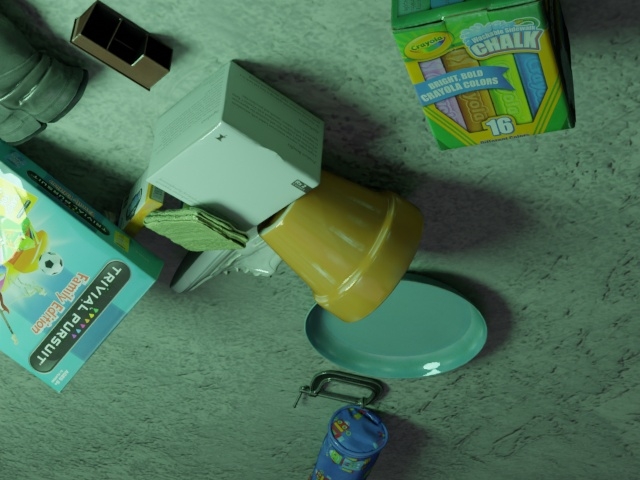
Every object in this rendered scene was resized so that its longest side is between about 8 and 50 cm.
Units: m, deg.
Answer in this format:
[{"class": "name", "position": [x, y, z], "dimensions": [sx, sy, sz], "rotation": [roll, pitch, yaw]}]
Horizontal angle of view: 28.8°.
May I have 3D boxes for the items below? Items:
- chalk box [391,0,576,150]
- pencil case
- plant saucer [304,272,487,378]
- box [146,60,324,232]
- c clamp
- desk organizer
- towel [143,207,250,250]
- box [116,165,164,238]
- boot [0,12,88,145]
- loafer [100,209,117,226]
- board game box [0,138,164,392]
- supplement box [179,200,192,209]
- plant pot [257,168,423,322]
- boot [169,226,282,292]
[{"class": "chalk box", "position": [0.187, -0.274, 1.480], "dimensions": [0.179, 0.180, 0.289], "rotation": [-9, 140, 18]}, {"class": "pencil case", "position": [0.053, 0.447, 2.525], "dimensions": [0.119, 0.133, 0.306], "rotation": [38, 146, 16]}, {"class": "plant saucer", "position": [0.130, 0.144, 2.168], "dimensions": [0.317, 0.044, 0.318], "rotation": [3, 143, 2]}, {"class": "box", "position": [-0.119, -0.127, 1.762], "dimensions": [0.181, 0.119, 0.182], "rotation": [31, 136, -30]}, {"class": "c clamp", "position": [0.037, 0.292, 2.402], "dimensions": [0.160, 0.022, 0.137], "rotation": [10, 138, -5]}, {"class": "desk organizer", "position": [-0.263, -0.259, 1.660], "dimensions": [0.130, 0.047, 0.050], "rotation": [30, 134, -31]}, {"class": "towel", "position": [-0.181, -0.016, 1.823], "dimensions": [0.110, 0.027, 0.148], "rotation": [32, 156, -36]}, {"class": "box", "position": [-0.275, -0.057, 1.906], "dimensions": [0.028, 0.081, 0.136], "rotation": [21, 141, -22]}, {"class": "boot", "position": [-0.504, -0.195, 1.721], "dimensions": [0.338, 0.118, 0.222], "rotation": [-16, 143, 30]}, {"class": "loafer", "position": [-0.341, -0.013, 2.013], "dimensions": [0.039, 0.045, 0.125], "rotation": [-1, 154, -21]}, {"class": "board game box", "position": [-0.448, 0.033, 1.881], "dimensions": [0.336, 0.079, 0.254], "rotation": [38, 108, -11]}, {"class": "supplement box", "position": [-0.166, -0.054, 1.896], "dimensions": [0.083, 0.083, 0.056], "rotation": [-27, 133, 35]}, {"class": "plant pot", "position": [0.017, -0.012, 1.848], "dimensions": [0.188, 0.205, 0.205], "rotation": [33, 136, -19]}, {"class": "boot", "position": [-0.133, 0.033, 1.991], "dimensions": [0.123, 0.095, 0.258], "rotation": [33, 136, -16]}]
